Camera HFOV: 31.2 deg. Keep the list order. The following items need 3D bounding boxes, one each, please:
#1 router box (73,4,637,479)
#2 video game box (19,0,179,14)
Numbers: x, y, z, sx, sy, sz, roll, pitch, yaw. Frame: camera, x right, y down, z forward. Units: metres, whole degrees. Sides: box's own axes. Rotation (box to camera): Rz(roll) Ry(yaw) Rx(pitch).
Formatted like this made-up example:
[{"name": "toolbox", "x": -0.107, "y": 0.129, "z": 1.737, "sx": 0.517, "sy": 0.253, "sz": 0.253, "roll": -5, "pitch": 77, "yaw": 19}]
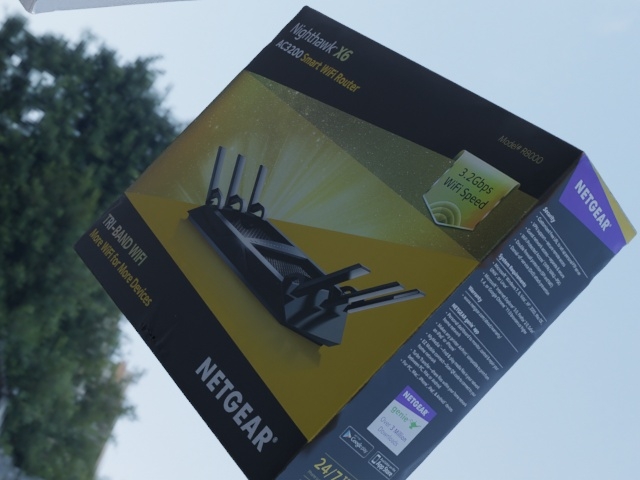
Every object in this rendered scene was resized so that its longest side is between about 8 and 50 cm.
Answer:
[{"name": "router box", "x": 0.000, "y": 0.000, "z": 0.716, "sx": 0.243, "sy": 0.081, "sz": 0.309, "roll": -47, "pitch": -141, "yaw": -3}, {"name": "video game box", "x": -0.109, "y": -0.202, "z": 0.562, "sx": 0.205, "sy": 0.187, "sz": 0.048, "roll": 53, "pitch": -47, "yaw": 16}]
